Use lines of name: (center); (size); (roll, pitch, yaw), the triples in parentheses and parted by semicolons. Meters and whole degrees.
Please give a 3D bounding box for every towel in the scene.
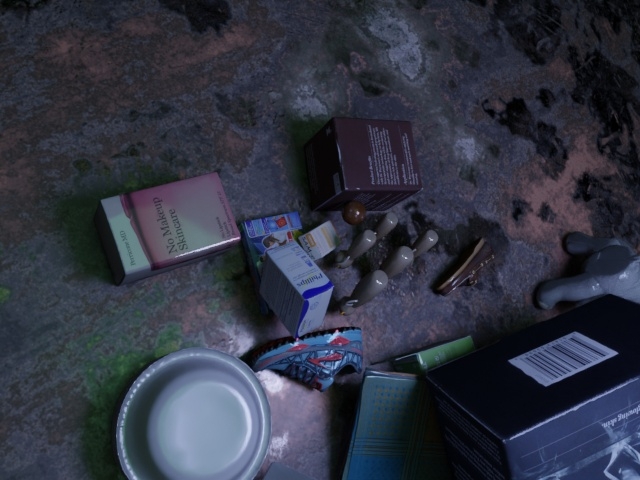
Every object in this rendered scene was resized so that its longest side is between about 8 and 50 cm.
towel: (0.227, 0.417, 1.280); (0.369, 0.040, 0.272); (11, 97, -20)

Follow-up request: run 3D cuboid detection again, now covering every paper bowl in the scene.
paper bowl: (-0.224, 0.336, 1.093); (0.284, 0.148, 0.285); (7, 73, -22)

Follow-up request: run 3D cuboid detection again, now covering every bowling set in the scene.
bowling set: (0.108, 0.014, 1.351); (0.287, 0.154, 0.200); (-29, 78, -43)

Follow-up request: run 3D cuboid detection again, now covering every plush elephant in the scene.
plush elephant: (0.788, 0.136, 1.576); (0.255, 0.329, 0.272); (54, 52, -24)

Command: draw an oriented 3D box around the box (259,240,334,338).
box: (-0.050, 0.095, 1.182); (0.072, 0.126, 0.137); (-21, 55, -31)

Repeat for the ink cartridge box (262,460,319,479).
ink cartridge box: (0.007, 0.558, 1.061); (0.270, 0.198, 0.197); (49, 59, -33)

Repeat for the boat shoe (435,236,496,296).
boat shoe: (0.364, 0.075, 1.484); (0.207, 0.073, 0.073); (-41, 93, -28)

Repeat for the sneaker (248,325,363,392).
sneaker: (-0.017, 0.252, 1.238); (0.261, 0.104, 0.125); (-6, 81, -26)

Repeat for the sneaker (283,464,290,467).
sneaker: (-0.057, 0.516, 1.178); (0.064, 0.061, 0.158); (2, 86, -34)

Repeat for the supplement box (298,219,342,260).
supplement box: (0.000, 0.000, 1.328); (0.098, 0.036, 0.062); (-31, 96, -56)

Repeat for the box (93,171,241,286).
box: (-0.295, -0.023, 1.167); (0.232, 0.127, 0.149); (-19, 85, -29)

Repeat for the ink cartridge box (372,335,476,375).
ink cartridge box: (0.233, 0.272, 1.347); (0.209, 0.109, 0.062); (-11, 80, -28)

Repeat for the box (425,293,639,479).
box: (0.522, 0.431, 1.204); (0.479, 0.297, 0.472); (-20, 107, -13)

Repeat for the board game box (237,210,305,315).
board game box: (-0.087, 0.047, 1.299); (0.136, 0.035, 0.201); (-12, 81, -28)

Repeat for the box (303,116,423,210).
box: (0.094, -0.167, 1.368); (0.203, 0.167, 0.169); (-2, 77, -26)
